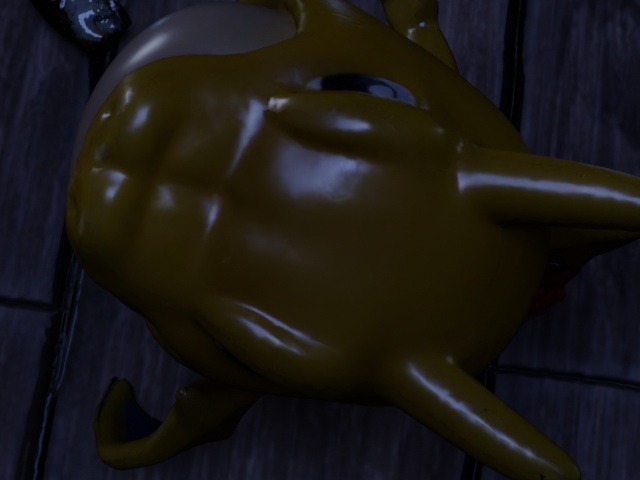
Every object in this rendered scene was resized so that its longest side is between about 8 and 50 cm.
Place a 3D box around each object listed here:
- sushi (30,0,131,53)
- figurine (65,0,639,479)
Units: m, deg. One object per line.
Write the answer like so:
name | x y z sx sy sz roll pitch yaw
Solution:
sushi | -0.174 -0.169 1.117 0.046 0.044 0.083 -39 77 -12
figurine | 0.031 -0.020 0.909 0.401 0.387 0.268 -14 99 -2
